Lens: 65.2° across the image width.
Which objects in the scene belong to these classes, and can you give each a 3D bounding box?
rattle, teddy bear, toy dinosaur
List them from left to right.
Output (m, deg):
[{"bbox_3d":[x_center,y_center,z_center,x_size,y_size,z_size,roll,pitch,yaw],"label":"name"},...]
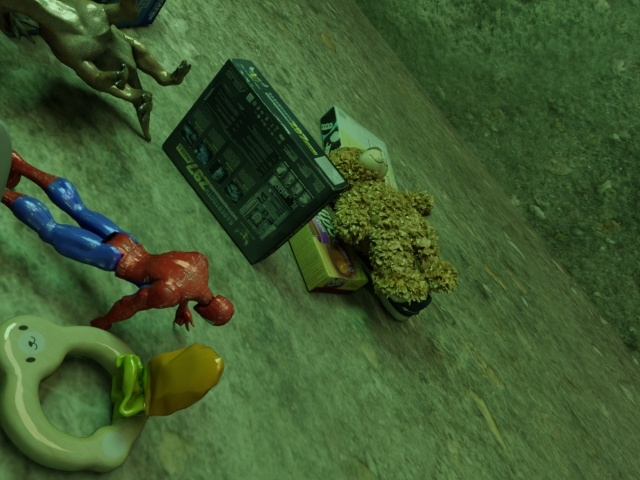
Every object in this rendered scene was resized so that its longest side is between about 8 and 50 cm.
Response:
[{"bbox_3d":[-0.206,0.095,0.400,0.199,0.143,0.130,46,48,-19],"label":"rattle"},{"bbox_3d":[-0.294,-0.247,0.620,0.200,0.127,0.295,19,-15,11],"label":"toy dinosaur"},{"bbox_3d":[0.118,-0.040,0.869,0.245,0.113,0.338,4,53,-23],"label":"teddy bear"}]

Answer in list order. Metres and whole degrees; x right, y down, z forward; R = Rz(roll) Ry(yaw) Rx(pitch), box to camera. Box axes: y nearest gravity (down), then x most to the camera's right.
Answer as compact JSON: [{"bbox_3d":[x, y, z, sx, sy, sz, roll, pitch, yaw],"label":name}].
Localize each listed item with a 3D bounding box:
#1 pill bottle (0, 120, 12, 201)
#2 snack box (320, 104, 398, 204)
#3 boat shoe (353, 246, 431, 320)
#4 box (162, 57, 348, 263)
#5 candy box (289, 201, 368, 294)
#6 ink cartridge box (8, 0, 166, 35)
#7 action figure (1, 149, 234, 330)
[{"bbox_3d":[-0.355,-0.069,0.161,0.408,0.229,0.229,27,35,-17],"label":"pill bottle"},{"bbox_3d":[0.096,-0.168,1.172,0.187,0.060,0.321,30,35,-30],"label":"snack box"},{"bbox_3d":[0.117,0.030,0.957,0.095,0.079,0.254,-5,59,-51],"label":"boat shoe"},{"bbox_3d":[-0.099,-0.110,0.721,0.232,0.183,0.059,52,29,5],"label":"box"},{"bbox_3d":[0.000,0.000,0.863,0.109,0.053,0.186,12,48,-48],"label":"candy box"},{"bbox_3d":[-0.401,-0.484,0.781,0.270,0.151,0.395,46,28,-7],"label":"ink cartridge box"},{"bbox_3d":[-0.221,0.033,0.511,0.280,0.139,0.091,27,34,4],"label":"action figure"}]
